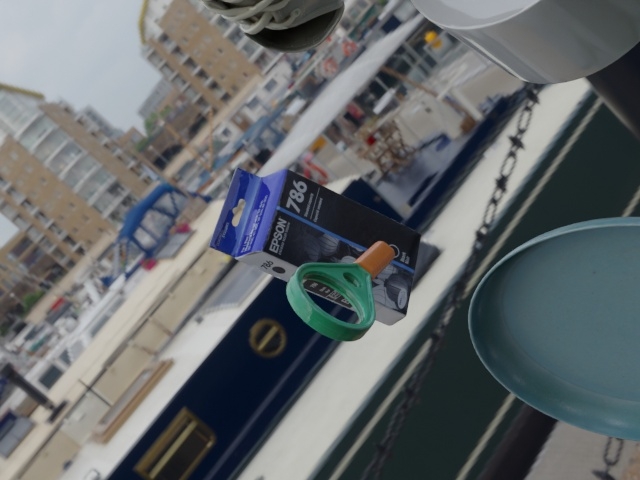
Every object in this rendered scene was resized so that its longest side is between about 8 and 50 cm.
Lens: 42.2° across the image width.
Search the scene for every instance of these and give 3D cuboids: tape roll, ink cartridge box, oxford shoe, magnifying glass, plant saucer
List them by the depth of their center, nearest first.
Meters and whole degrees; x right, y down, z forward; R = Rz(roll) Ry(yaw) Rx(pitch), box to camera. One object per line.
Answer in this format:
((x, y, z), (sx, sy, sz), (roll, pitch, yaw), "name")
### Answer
((0.300, 0.086, 0.781), (0.317, 0.317, 0.044), (-36, 22, 45), "plant saucer")
((-0.073, -0.283, 0.838), (0.169, 0.130, 0.449), (-9, -2, 16), "oxford shoe")
((0.034, 0.042, 0.869), (0.026, 0.092, 0.231), (-55, -8, 23), "magnifying glass")
((0.230, -0.309, 0.885), (0.246, 0.169, 0.246), (-14, 68, 40), "tape roll")
((0.000, 0.000, 1.340), (0.065, 0.332, 0.165), (-43, 28, 56), "ink cartridge box")
